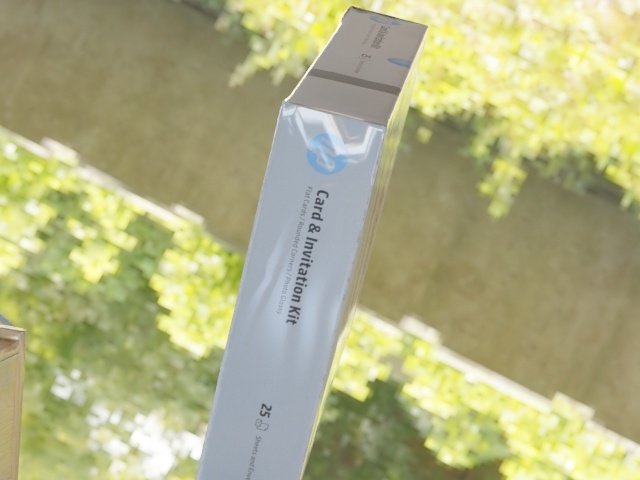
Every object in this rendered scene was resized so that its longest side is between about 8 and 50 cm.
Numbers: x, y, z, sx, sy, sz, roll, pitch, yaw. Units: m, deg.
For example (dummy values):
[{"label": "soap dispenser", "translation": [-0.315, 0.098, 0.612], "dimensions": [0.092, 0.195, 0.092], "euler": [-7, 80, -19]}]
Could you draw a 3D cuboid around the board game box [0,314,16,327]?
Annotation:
[{"label": "board game box", "translation": [-0.361, 0.019, 1.164], "dimensions": [0.308, 0.086, 0.302], "euler": [40, -176, -5]}]

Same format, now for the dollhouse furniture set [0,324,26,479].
[{"label": "dollhouse furniture set", "translation": [-0.292, 0.093, 0.885], "dimensions": [0.242, 0.212, 0.161], "euler": [8, -169, 16]}]

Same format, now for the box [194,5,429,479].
[{"label": "box", "translation": [0.000, 0.000, 0.664], "dimensions": [0.038, 0.145, 0.186], "euler": [14, -163, 2]}]
